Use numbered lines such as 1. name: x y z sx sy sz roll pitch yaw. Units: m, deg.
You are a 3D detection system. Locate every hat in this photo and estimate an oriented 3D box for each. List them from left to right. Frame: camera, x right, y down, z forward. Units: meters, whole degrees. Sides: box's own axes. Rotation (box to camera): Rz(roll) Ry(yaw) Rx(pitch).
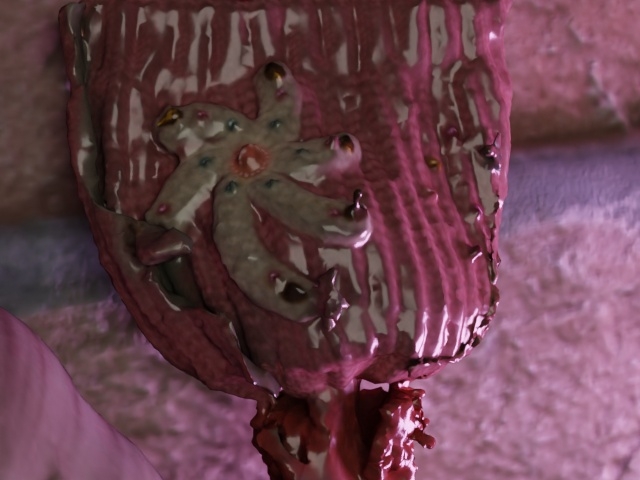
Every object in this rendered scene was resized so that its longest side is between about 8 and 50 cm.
1. hat: 0.000 0.000 0.664 0.236 0.107 0.286 -4 85 -13

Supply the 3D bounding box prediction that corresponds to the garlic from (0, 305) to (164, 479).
1. garlic: -0.216 0.143 0.495 0.317 0.259 0.317 -16 116 -36
